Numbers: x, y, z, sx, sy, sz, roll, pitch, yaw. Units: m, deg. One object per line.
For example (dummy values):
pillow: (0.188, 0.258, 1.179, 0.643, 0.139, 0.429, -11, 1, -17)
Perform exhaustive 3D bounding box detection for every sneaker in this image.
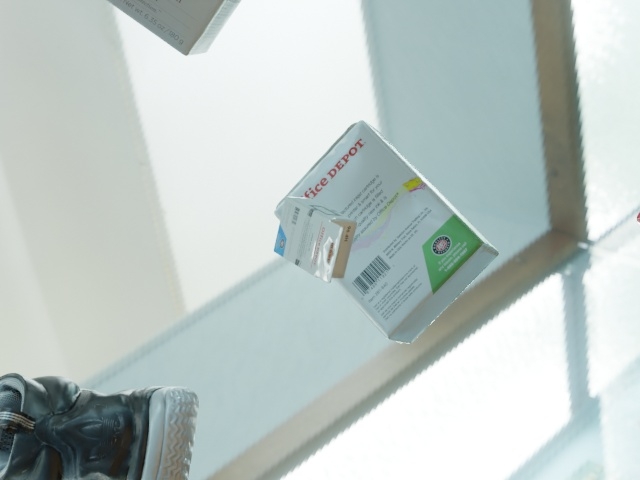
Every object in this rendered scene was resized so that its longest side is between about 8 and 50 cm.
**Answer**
sneaker: (-0.177, 0.159, 0.950, 0.153, 0.268, 0.101, 9, -111, -7)

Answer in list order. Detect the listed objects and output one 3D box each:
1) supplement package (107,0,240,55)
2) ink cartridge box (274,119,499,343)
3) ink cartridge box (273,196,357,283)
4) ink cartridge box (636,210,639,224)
supplement package: (-0.139, -0.392, 1.509, 0.293, 0.177, 0.175, -55, 3, 10)
ink cartridge box: (0.098, -0.013, 1.903, 0.201, 0.278, 0.117, -46, -21, 9)
ink cartridge box: (0.000, 0.000, 0.988, 0.028, 0.083, 0.048, 4, -74, -35)
ink cartridge box: (0.554, -0.057, 1.602, 0.100, 0.237, 0.172, 37, -103, -37)
